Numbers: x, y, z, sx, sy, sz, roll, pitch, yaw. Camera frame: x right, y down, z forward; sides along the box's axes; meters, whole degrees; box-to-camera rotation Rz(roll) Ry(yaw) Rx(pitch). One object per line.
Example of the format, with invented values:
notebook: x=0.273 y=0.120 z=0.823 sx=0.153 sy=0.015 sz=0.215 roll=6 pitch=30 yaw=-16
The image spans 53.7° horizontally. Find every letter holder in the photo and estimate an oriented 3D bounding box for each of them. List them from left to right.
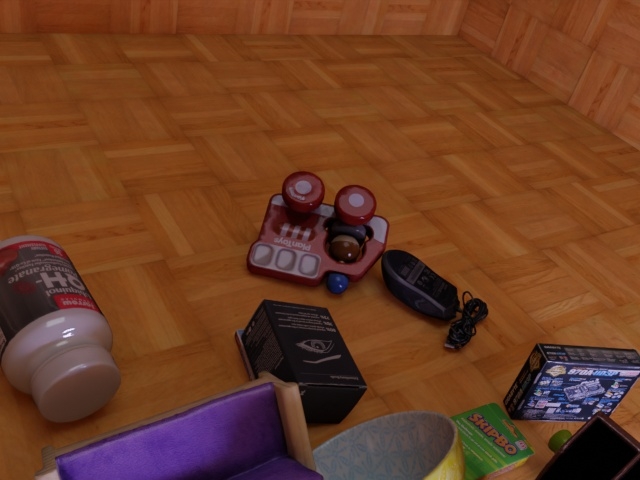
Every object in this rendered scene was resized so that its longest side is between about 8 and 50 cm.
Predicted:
letter holder: x=0.335 y=0.426 z=0.886 sx=0.214 sy=0.302 sz=0.152 roll=-19 pitch=48 yaw=-37

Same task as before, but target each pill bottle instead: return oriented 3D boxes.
pill bottle: x=-0.464 y=0.147 z=1.073 sx=0.176 sy=0.176 sz=0.318 roll=-16 pitch=46 yaw=-36

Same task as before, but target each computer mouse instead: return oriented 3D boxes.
computer mouse: x=0.240 y=0.130 z=1.450 sx=0.272 sy=0.072 sz=0.188 roll=39 pitch=39 yaw=11

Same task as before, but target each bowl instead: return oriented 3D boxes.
bowl: x=0.095 y=0.394 z=0.940 sx=0.289 sy=0.289 sz=0.156 roll=-28 pitch=97 yaw=-43

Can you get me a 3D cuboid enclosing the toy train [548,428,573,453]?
toy train: x=0.439 y=0.375 z=1.062 sx=0.105 sy=0.248 sz=0.143 roll=-30 pitch=36 yaw=-3

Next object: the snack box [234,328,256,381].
snack box: x=-0.111 y=0.237 z=1.211 sx=0.064 sy=0.022 sz=0.178 roll=-3 pitch=40 yaw=-24

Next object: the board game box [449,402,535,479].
board game box: x=0.259 y=0.380 z=1.146 sx=0.259 sy=0.039 sz=0.124 roll=-11 pitch=44 yaw=-27

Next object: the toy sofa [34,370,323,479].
toy sofa: x=-0.187 y=0.318 z=0.878 sx=0.363 sy=0.150 sz=0.177 roll=-14 pitch=7 yaw=-24

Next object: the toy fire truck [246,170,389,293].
toy fire truck: x=0.000 y=0.000 z=1.477 sx=0.302 sy=0.169 sz=0.254 roll=14 pitch=60 yaw=0

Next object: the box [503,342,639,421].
box: x=0.495 y=0.283 z=1.241 sx=0.220 sy=0.175 sz=0.051 roll=5 pitch=37 yaw=-13

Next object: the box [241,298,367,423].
box: x=-0.035 y=0.221 z=1.156 sx=0.153 sy=0.108 sz=0.207 roll=13 pitch=33 yaw=-33
